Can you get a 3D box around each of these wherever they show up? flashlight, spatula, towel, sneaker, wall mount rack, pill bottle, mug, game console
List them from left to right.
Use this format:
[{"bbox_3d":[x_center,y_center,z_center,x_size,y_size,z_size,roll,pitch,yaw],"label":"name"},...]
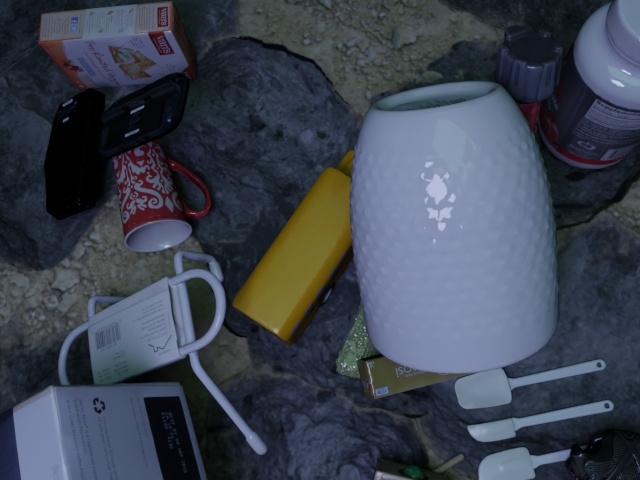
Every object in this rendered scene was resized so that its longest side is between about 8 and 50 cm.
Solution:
[{"bbox_3d":[-0.348,-0.167,1.003,0.361,0.044,0.213,-13,70,36],"label":"game console"},{"bbox_3d":[-0.281,-0.079,1.046,0.150,0.113,0.169,-1,62,-42],"label":"mug"},{"bbox_3d":[-0.229,0.192,0.901,0.350,0.130,0.304,-25,68,27],"label":"wall mount rack"},{"bbox_3d":[0.097,0.161,0.974,0.110,0.027,0.148,22,76,9],"label":"towel"},{"bbox_3d":[0.180,-0.054,0.866,0.276,0.374,0.328,-7,113,12],"label":"mug"},{"bbox_3d":[0.302,-0.158,0.902,0.103,0.304,0.103,13,58,19],"label":"flashlight"},{"bbox_3d":[0.342,0.269,0.928,0.242,0.019,0.168,-13,73,1],"label":"spatula"},{"bbox_3d":[0.401,0.375,0.855,0.130,0.087,0.227,18,75,7],"label":"sneaker"},{"bbox_3d":[0.455,-0.248,0.914,0.176,0.318,0.176,-1,73,4],"label":"pill bottle"}]

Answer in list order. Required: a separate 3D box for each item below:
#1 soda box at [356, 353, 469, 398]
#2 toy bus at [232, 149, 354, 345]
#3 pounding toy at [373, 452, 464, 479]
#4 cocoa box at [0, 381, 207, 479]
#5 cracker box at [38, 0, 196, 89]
[{"bbox_3d":[0.152,0.189,0.921,0.181,0.061,0.058,-11,83,-12],"label":"soda box"},{"bbox_3d":[0.000,0.000,0.974,0.108,0.130,0.332,32,79,12],"label":"toy bus"},{"bbox_3d":[0.138,0.377,0.883,0.130,0.100,0.141,11,86,8],"label":"pounding toy"},{"bbox_3d":[-0.271,0.369,0.701,0.228,0.231,0.347,-29,67,18],"label":"cocoa box"},{"bbox_3d":[-0.355,-0.345,1.087,0.232,0.156,0.067,-5,74,3],"label":"cracker box"}]
